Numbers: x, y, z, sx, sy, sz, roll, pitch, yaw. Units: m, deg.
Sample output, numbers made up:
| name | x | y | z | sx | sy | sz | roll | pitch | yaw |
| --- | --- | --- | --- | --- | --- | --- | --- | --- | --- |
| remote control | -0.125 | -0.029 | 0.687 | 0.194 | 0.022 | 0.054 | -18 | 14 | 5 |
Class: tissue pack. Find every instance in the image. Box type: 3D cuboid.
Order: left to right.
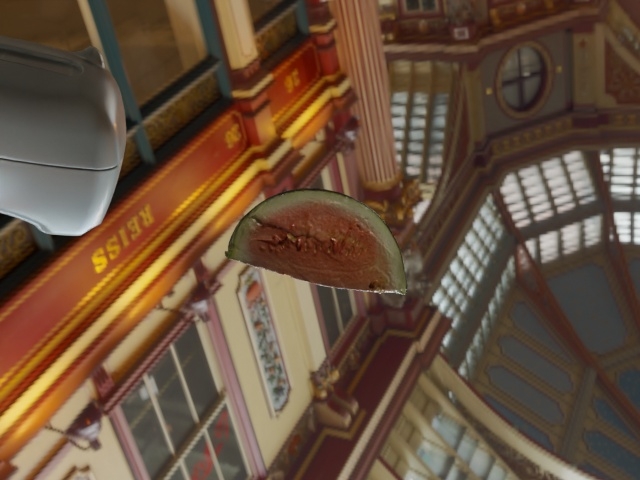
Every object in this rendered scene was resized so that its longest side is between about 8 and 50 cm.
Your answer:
| name | x | y | z | sx | sy | sz | roll | pitch | yaw |
| --- | --- | --- | --- | --- | --- | --- | --- | --- | --- |
| tissue pack | -0.437 | -0.160 | 1.174 | 0.333 | 0.235 | 0.229 | 9 | -153 | -15 |

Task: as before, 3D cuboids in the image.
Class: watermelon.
| name | x | y | z | sx | sy | sz | roll | pitch | yaw |
| --- | --- | --- | --- | --- | --- | --- | --- | --- | --- |
| watermelon | 0.003 | -0.013 | 0.757 | 0.163 | 0.068 | 0.087 | 11 | -144 | -8 |
